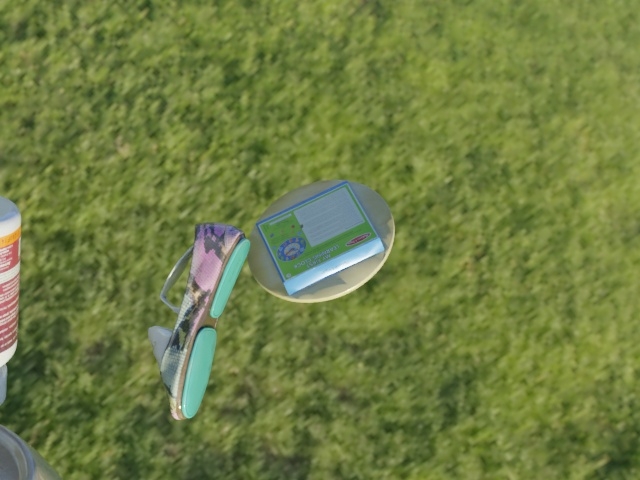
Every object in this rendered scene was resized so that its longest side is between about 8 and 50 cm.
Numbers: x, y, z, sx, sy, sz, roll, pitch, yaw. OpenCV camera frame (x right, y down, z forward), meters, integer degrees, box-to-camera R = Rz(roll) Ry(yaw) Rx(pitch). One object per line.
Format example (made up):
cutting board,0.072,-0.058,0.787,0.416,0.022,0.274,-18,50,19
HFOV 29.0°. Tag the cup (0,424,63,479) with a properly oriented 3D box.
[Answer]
cup,-0.377,0.319,1.263,0.331,0.237,0.331,6,37,-4

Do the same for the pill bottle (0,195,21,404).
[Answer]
pill bottle,-0.378,0.067,1.298,0.121,0.221,0.121,6,20,-2

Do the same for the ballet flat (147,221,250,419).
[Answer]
ballet flat,-0.145,0.084,1.373,0.079,0.222,0.077,15,-6,15

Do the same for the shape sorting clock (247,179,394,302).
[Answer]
shape sorting clock,0.000,0.000,1.678,0.040,0.206,0.206,67,10,-45
